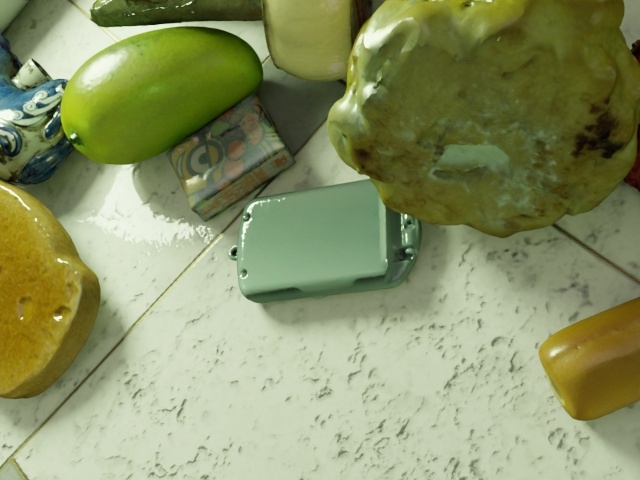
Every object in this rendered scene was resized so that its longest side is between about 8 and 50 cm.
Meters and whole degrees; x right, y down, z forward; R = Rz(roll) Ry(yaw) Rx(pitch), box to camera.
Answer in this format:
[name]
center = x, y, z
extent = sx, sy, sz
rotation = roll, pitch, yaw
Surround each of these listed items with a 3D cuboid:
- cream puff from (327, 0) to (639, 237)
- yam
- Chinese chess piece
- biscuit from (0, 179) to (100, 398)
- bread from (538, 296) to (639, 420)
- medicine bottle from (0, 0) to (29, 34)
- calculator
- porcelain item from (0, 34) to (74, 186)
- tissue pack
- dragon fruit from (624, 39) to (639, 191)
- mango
[cream puff]
center = 0.174, -0.177, 0.861
extent = 0.291, 0.324, 0.257
rotation = 17, 52, -8
[yam]
center = -0.174, -0.327, 1.058
extent = 0.259, 0.106, 0.106
rotation = 3, 67, 14
[Chinese chess piece]
center = 0.001, -0.333, 1.009
extent = 0.112, 0.270, 0.270
rotation = 4, 68, 8
[biscuit]
center = -0.452, 0.077, 1.115
extent = 0.343, 0.057, 0.287
rotation = 39, 94, 26
[bread]
center = 0.333, 0.090, 0.797
extent = 0.239, 0.074, 0.093
rotation = -26, 55, 8
[medicine bottle]
center = -0.584, -0.424, 1.320
extent = 0.211, 0.211, 0.371
rotation = 33, 82, 30
[calculator]
center = 0.000, 0.000, 0.986
extent = 0.246, 0.045, 0.141
rotation = -9, 64, 18
[porcelain item]
center = -0.458, -0.207, 1.216
extent = 0.186, 0.138, 0.288
rotation = -41, 60, -5
[tissue pack]
center = -0.119, -0.108, 1.076
extent = 0.148, 0.060, 0.109
rotation = -33, 60, 6
[dragon fruit]
center = 0.390, -0.153, 0.841
extent = 0.224, 0.148, 0.218
rotation = -45, 60, -2
[mango]
center = -0.216, -0.200, 1.086
extent = 0.273, 0.185, 0.149
rotation = -24, 82, 10
